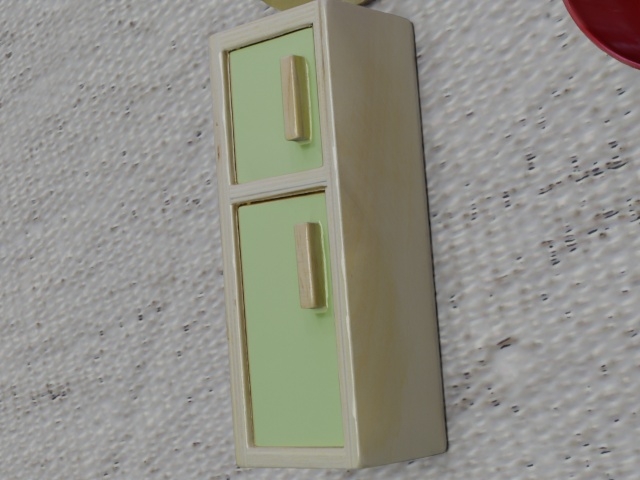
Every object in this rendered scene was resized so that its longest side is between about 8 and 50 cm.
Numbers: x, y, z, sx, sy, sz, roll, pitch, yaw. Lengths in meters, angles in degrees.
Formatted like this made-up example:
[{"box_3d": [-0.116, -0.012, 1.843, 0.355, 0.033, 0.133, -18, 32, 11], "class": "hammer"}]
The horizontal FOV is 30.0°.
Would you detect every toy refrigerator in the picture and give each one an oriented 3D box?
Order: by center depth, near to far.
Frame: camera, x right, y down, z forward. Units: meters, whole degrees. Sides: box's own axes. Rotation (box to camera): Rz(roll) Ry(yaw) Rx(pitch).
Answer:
[{"box_3d": [0.000, 0.000, 0.729, 0.102, 0.094, 0.269, -8, 83, 41], "class": "toy refrigerator"}]

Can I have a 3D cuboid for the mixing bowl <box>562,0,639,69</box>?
[{"box_3d": [0.206, -0.152, 0.540, 0.181, 0.098, 0.181, -11, 75, 47], "class": "mixing bowl"}]

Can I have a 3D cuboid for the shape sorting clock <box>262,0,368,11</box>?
[{"box_3d": [-0.003, -0.249, 0.769, 0.206, 0.040, 0.206, 10, 107, 37], "class": "shape sorting clock"}]
